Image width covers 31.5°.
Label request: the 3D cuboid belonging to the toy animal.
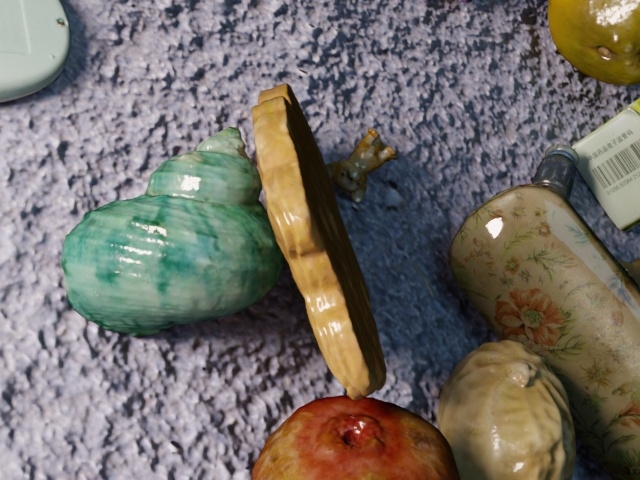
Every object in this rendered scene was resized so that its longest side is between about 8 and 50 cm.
[{"bbox_3d":[0.042,-0.084,1.273,0.083,0.081,0.060,-46,105,-3],"label":"toy animal"}]

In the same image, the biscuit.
[{"bbox_3d":[-0.004,0.002,1.090,0.376,0.051,0.269,-104,170,-47],"label":"biscuit"}]

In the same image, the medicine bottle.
[{"bbox_3d":[0.465,-0.135,1.498,0.250,0.137,0.141,-30,85,-38],"label":"medicine bottle"}]

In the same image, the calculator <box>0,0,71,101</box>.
[{"bbox_3d":[-0.379,-0.212,1.073,0.295,0.042,0.184,-1,68,-33],"label":"calculator"}]

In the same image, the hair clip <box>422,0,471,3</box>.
[{"bbox_3d":[0.142,-0.421,1.481,0.137,0.090,0.278,-4,61,-19],"label":"hair clip"}]

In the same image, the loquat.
[{"bbox_3d":[0.403,-0.324,1.515,0.213,0.213,0.246,15,33,-25],"label":"loquat"}]

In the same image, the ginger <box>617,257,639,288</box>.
[{"bbox_3d":[0.433,0.110,1.359,0.267,0.138,0.152,25,17,-27],"label":"ginger"}]

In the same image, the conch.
[{"bbox_3d":[-0.123,-0.009,1.072,0.196,0.134,0.202,28,56,-19],"label":"conch"}]

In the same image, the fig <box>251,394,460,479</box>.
[{"bbox_3d":[0.036,0.244,1.022,0.205,0.205,0.205,14,60,-26],"label":"fig"}]

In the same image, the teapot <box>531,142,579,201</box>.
[{"bbox_3d":[0.299,-0.075,1.420,0.063,0.049,0.083,38,52,-10],"label":"teapot"}]

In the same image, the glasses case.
[{"bbox_3d":[0.313,0.126,1.263,0.425,0.156,0.098,51,16,0],"label":"glasses case"}]

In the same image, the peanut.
[{"bbox_3d":[0.181,0.249,1.122,0.140,0.153,0.325,21,50,-16],"label":"peanut"}]
